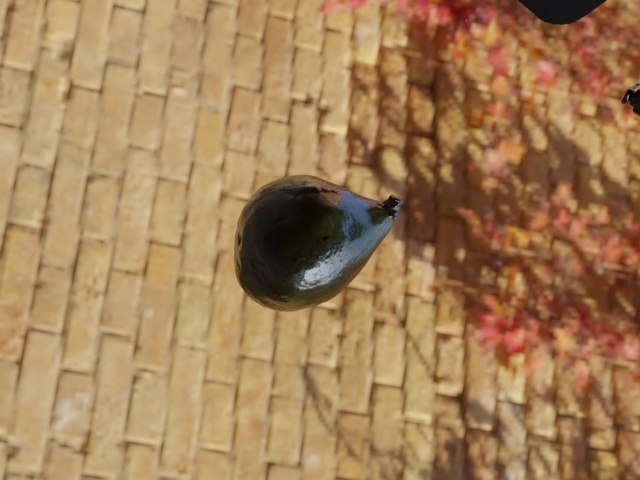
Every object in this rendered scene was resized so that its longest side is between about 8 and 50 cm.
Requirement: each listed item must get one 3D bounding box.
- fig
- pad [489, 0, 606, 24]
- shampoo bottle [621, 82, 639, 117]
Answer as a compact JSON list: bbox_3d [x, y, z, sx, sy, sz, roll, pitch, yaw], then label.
[{"bbox_3d":[0.000,0.000,1.915,0.195,0.244,0.195,171,-90,-82],"label":"fig"},{"bbox_3d":[0.242,-0.426,1.725,0.315,0.375,0.063,-34,-145,33],"label":"pad"},{"bbox_3d":[0.548,-0.143,1.940,0.101,0.284,0.101,-46,156,-27],"label":"shampoo bottle"}]
